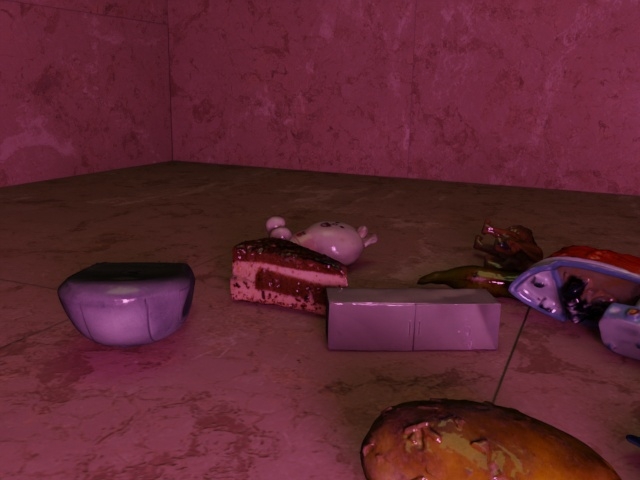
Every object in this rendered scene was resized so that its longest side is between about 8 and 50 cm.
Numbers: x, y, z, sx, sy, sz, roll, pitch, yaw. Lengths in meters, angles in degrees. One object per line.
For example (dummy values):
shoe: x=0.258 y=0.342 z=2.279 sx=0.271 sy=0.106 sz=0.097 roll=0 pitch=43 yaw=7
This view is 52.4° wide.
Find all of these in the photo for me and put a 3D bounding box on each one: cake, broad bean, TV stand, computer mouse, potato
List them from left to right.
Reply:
computer mouse: x=-0.301 y=0.097 z=1.049 sx=0.188 sy=0.122 sz=0.371 roll=2 pitch=6 yaw=-7
cake: x=-0.037 y=0.064 z=1.226 sx=0.246 sy=0.112 sz=0.135 roll=7 pitch=12 yaw=25
TV stand: x=0.144 y=0.126 z=1.047 sx=0.269 sy=0.083 sz=0.088 roll=0 pitch=11 yaw=-2
potato: x=0.160 y=0.214 z=0.603 sx=0.251 sy=0.113 sz=0.149 roll=5 pitch=15 yaw=16
broad bean: x=0.360 y=0.085 z=1.274 sx=0.339 sy=0.061 sz=0.077 roll=6 pitch=7 yaw=15

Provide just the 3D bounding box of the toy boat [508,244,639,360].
toy boat: x=0.460 y=0.104 z=1.070 sx=0.133 sy=0.145 sz=0.332 roll=-38 pitch=31 yaw=-25

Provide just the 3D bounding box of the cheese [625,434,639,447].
cheese: x=0.399 y=0.234 z=0.602 sx=0.188 sy=0.074 sz=0.286 roll=14 pitch=0 yaw=-7

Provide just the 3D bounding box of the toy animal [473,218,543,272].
toy animal: x=0.454 y=0.015 z=1.522 sx=0.157 sy=0.097 sz=0.312 roll=8 pitch=15 yaw=1

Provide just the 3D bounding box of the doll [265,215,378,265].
doll: x=-0.005 y=0.012 z=1.475 sx=0.275 sy=0.113 sz=0.155 roll=2 pitch=20 yaw=-29
